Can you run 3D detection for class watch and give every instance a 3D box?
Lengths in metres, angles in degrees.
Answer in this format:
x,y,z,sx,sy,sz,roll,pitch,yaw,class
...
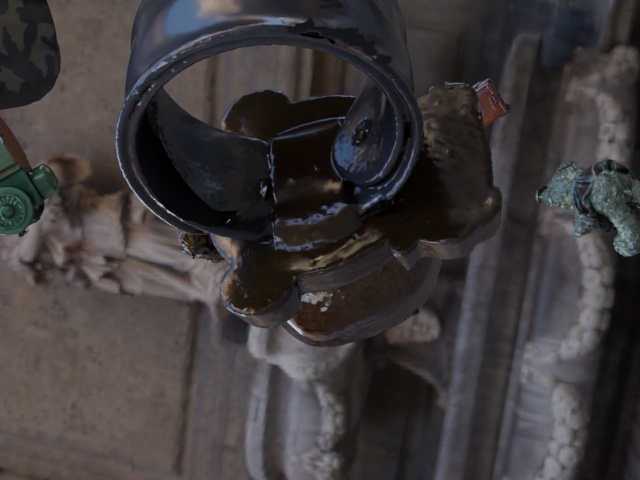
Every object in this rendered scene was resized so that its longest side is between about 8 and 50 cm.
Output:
x,y,z,sx,sy,sz,roll,pitch,yaw,class
-0.016,-0.131,0.971,0.327,0.335,0.314,64,-162,-49,watch

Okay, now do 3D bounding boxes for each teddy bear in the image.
x,y,z,sx,sy,sz,roll,pitch,yaw,class
0.422,-0.070,1.534,0.133,0.213,0.111,-50,-39,-14,teddy bear

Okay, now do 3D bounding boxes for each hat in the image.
x,y,z,sx,sy,sz,roll,pitch,yaw,class
-0.736,-0.378,1.982,0.257,0.381,0.366,-51,-46,-69,hat

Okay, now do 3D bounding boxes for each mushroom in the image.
x,y,z,sx,sy,sz,roll,pitch,yaw,class
0.008,0.009,1.583,0.334,0.356,0.331,-44,-21,-1,mushroom

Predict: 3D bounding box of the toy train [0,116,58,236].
x,y,z,sx,sy,sz,roll,pitch,yaw,class
-0.502,-0.053,1.335,0.177,0.285,0.116,61,-178,-12,toy train

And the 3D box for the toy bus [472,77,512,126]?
x,y,z,sx,sy,sz,roll,pitch,yaw,class
0.249,-0.210,1.578,0.065,0.077,0.192,56,-177,-3,toy bus
